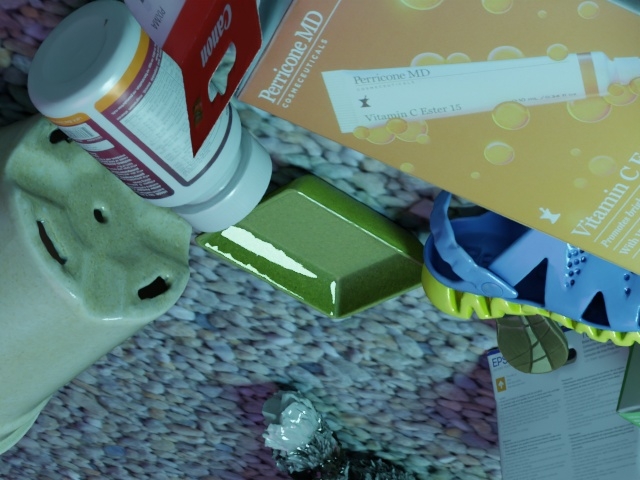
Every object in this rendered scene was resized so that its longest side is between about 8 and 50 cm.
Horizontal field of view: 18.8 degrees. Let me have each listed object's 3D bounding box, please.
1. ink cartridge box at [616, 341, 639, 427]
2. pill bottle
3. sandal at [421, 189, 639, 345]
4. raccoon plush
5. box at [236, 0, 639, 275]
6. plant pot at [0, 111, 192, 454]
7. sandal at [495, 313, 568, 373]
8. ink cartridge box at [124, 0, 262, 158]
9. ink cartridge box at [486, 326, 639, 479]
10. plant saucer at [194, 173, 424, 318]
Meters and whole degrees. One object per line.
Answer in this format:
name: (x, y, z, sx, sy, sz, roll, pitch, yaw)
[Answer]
ink cartridge box: (0.401, 0.136, 1.830, 0.219, 0.160, 0.093, 32, 151, -26)
pill bottle: (-0.148, -0.106, 1.725, 0.121, 0.121, 0.221, -7, 144, 38)
sandal: (0.222, 0.010, 1.745, 0.317, 0.126, 0.138, 0, 144, 25)
raccoon plush: (0.129, 0.358, 2.364, 0.299, 0.216, 0.446, -5, 146, 21)
box: (0.147, -0.153, 1.374, 0.345, 0.168, 0.215, 23, 135, -11)
plant pot: (-0.302, 0.021, 1.886, 0.305, 0.333, 0.334, -27, 131, 37)
sandal: (0.202, 0.066, 1.939, 0.072, 0.049, 0.180, -9, 129, 31)
ink cartridge box: (-0.104, -0.204, 1.406, 0.066, 0.232, 0.189, 4, 155, -18)
ink cartridge box: (0.267, 0.202, 1.993, 0.045, 0.224, 0.223, 5, 163, -35)
plant saucer: (0.000, 0.000, 1.922, 0.188, 0.045, 0.188, 30, 149, -24)
